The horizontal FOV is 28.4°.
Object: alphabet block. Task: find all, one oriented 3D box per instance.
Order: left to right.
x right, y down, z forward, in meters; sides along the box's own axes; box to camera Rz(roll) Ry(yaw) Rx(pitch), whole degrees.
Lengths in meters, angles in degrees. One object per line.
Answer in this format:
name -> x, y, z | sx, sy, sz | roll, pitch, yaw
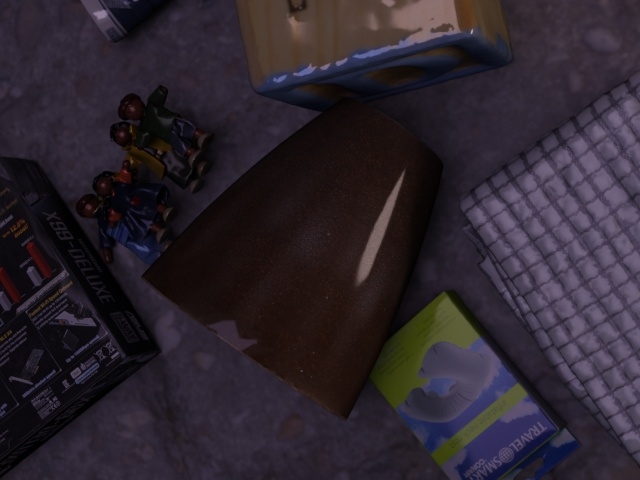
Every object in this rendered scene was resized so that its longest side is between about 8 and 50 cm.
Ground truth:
alphabet block -> 0.039, -0.232, 1.076 | 0.193, 0.192, 0.197 | -13, 87, 17

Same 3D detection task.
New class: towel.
towel -> 0.278, 0.020, 1.032 | 0.235, 0.121, 0.283 | -39, 80, 17

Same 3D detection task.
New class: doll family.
doll family -> -0.175, -0.058, 1.210 | 0.111, 0.076, 0.193 | 29, 102, 12

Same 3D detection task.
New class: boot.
boot -> -0.219, -0.289, 1.237 | 0.086, 0.069, 0.190 | -35, 80, 1

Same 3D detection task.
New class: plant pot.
plant pot -> 0.000, 0.000, 1.096 | 0.215, 0.215, 0.230 | 34, 86, 16

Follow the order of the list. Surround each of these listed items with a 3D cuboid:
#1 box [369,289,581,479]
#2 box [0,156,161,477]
box -> 0.131, 0.145, 1.120 | 0.109, 0.042, 0.178 | -43, 76, 15
box -> -0.349, 0.103, 1.267 | 0.307, 0.076, 0.242 | -39, 78, 15
